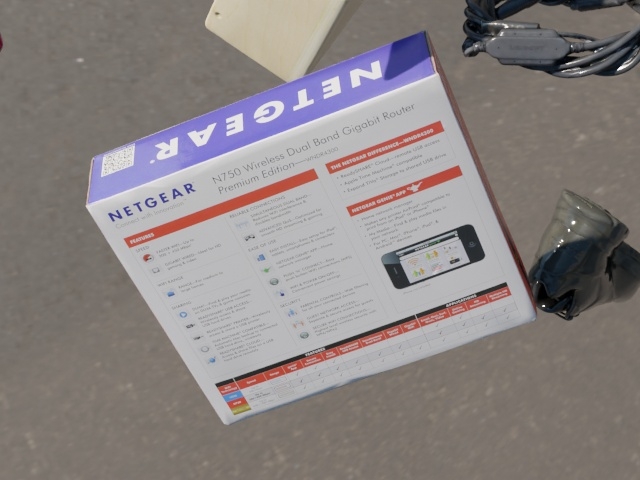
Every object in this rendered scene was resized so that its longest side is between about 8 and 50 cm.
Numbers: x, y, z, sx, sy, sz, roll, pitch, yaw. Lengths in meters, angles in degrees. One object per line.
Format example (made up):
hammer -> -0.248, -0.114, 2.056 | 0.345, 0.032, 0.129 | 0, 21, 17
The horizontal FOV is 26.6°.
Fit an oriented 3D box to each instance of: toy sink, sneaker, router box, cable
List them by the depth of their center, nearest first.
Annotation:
cable -> 0.218, -0.192, 1.190 | 0.184, 0.150, 0.047 | 1, 123, 14
router box -> 0.000, 0.000, 1.272 | 0.335, 0.082, 0.301 | -19, 126, 10
toy sink -> -0.001, -0.307, 1.422 | 0.131, 0.234, 0.153 | 34, 145, -1
sneaker -> 0.303, 0.035, 1.593 | 0.109, 0.286, 0.130 | 34, 90, 29

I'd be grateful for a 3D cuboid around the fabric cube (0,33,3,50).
fabric cube -> -0.264, -0.024, 0.285 | 0.259, 0.254, 0.258 | 23, 79, 8
